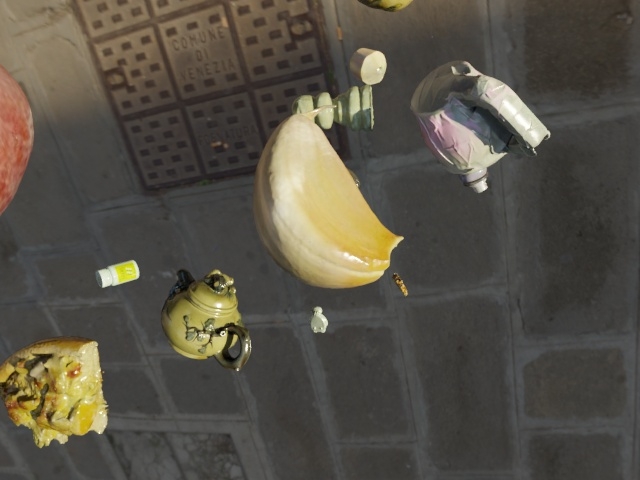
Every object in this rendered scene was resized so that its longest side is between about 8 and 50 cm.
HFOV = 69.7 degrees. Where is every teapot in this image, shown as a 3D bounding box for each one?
[{"bbox_3d":[-0.240,0.160,1.004,0.269,0.173,0.183,37,112,29],"label":"teapot"},{"bbox_3d":[0.254,-0.209,0.805,0.163,0.222,0.178,-41,126,19],"label":"teapot"}]

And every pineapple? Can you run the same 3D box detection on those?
[{"bbox_3d":[0.243,0.130,1.427,0.019,0.083,0.045,-30,135,-1],"label":"pineapple"}]

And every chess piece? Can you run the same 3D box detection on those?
[{"bbox_3d":[0.033,-0.386,1.363,0.242,0.133,0.133,-1,113,9],"label":"chess piece"}]

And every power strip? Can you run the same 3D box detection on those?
[{"bbox_3d":[-0.009,0.226,1.291,0.055,0.035,0.084,0,112,13],"label":"power strip"}]

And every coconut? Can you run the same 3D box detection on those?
[{"bbox_3d":[0.173,-0.610,1.619,0.122,0.116,0.116,43,128,44],"label":"coconut"}]

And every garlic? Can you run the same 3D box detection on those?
[{"bbox_3d":[-0.008,-0.048,0.588,0.164,0.145,0.245,-23,80,-6],"label":"garlic"}]

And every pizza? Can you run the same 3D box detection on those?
[{"bbox_3d":[-0.544,0.313,0.919,0.323,0.089,0.223,-23,94,24],"label":"pizza"}]

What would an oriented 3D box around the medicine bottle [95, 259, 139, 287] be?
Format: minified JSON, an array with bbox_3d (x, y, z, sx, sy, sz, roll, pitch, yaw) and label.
[{"bbox_3d":[-0.460,0.076,1.045,0.047,0.083,0.047,18,116,41],"label":"medicine bottle"}]

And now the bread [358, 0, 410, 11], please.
[{"bbox_3d":[0.150,-0.829,1.424,0.332,0.333,0.160,30,129,-1],"label":"bread"}]

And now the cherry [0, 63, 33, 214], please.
[{"bbox_3d":[-0.436,-0.085,0.478,0.235,0.286,0.213,10,140,22],"label":"cherry"}]

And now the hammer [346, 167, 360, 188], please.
[{"bbox_3d":[0.064,-0.103,1.905,0.168,0.044,0.441,14,126,12],"label":"hammer"}]

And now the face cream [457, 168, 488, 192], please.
[{"bbox_3d":[0.365,-0.229,1.182,0.075,0.075,0.230,-24,104,22],"label":"face cream"}]
